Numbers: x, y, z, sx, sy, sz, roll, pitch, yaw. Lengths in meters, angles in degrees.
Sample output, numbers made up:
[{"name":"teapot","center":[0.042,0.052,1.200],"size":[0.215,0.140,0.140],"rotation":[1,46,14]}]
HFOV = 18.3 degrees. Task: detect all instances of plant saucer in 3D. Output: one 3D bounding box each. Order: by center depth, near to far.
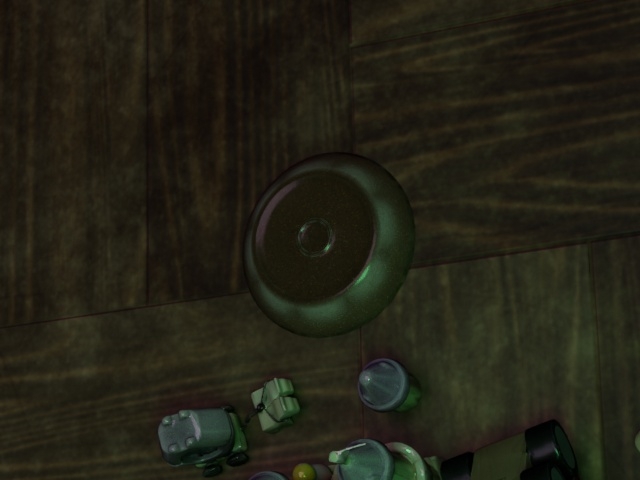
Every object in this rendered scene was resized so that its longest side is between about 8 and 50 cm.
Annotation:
[{"name":"plant saucer","center":[0.000,0.000,2.052],"size":[0.198,0.036,0.199],"rotation":[-7,73,24]}]

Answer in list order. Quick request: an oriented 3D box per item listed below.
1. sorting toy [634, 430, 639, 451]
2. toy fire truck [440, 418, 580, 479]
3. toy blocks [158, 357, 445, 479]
[{"name":"sorting toy","center":[0.416,0.183,1.800],"size":[0.193,0.038,0.208],"rotation":[-47,57,8]},{"name":"toy fire truck","center":[0.225,0.310,1.794],"size":[0.158,0.217,0.246],"rotation":[-23,107,17]},{"name":"toy blocks","center":[-0.034,0.246,1.875],"size":[0.288,0.260,0.309],"rotation":[-26,67,19]}]
